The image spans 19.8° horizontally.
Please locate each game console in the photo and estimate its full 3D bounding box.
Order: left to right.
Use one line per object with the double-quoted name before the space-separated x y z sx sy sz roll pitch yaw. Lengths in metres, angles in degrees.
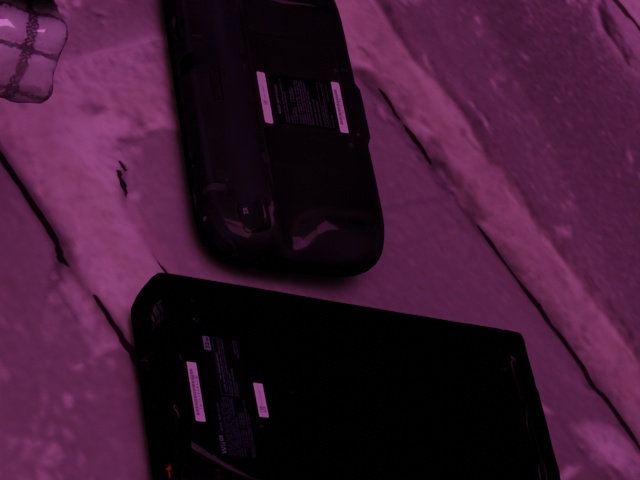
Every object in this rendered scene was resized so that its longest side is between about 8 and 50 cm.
"game console" 0.000 0.000 0.936 0.213 0.044 0.361 12 52 -31

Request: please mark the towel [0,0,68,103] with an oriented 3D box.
"towel" -0.237 -0.177 0.774 0.235 0.121 0.283 8 26 -31
